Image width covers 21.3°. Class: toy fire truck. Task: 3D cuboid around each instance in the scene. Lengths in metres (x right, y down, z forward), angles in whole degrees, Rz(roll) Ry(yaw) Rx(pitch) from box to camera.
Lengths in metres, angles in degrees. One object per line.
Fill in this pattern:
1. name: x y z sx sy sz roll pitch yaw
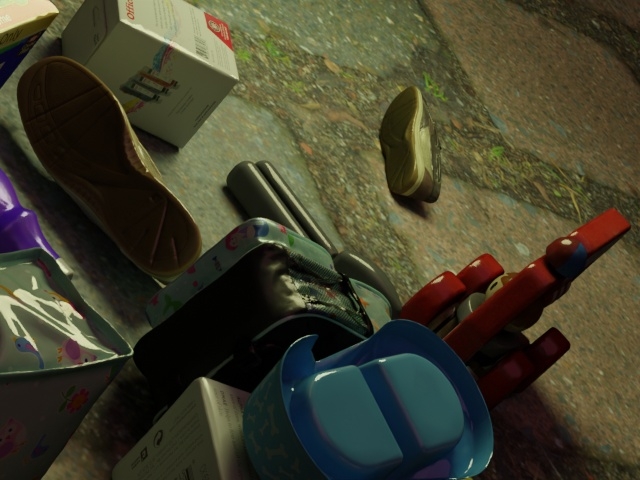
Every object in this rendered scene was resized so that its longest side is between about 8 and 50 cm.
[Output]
1. toy fire truck: 0.253 0.069 2.135 0.169 0.254 0.302 49 28 11

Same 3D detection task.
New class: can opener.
1. can opener: 0.000 0.000 2.072 0.283 0.095 0.076 53 28 19

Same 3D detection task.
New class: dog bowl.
1. dog bowl: 0.043 0.168 1.555 0.297 0.074 0.166 -7 65 -53

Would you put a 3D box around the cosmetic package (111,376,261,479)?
1. cosmetic package: -0.069 0.247 1.566 0.184 0.151 0.151 23 33 -35

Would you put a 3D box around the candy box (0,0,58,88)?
1. candy box: -0.402 -0.102 1.441 0.122 0.317 0.268 45 27 3

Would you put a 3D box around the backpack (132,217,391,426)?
1. backpack: -0.041 0.111 1.722 0.253 0.225 0.191 27 34 -41

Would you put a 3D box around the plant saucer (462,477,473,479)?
1. plant saucer: 0.067 0.277 1.712 0.188 0.045 0.188 7 29 5

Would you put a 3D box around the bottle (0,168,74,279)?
1. bottle: -0.361 -0.045 1.660 0.283 0.092 0.118 45 22 3

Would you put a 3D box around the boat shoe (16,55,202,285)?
1. boat shoe: -0.232 -0.071 1.878 0.302 0.109 0.098 51 -11 16

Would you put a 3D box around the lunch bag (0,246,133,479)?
1. lunch bag: -0.315 0.133 1.325 0.160 0.223 0.262 47 29 20

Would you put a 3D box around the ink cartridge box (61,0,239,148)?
1. ink cartridge box: -0.211 -0.224 2.077 0.176 0.127 0.128 27 32 -29

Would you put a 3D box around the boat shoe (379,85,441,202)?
1. boat shoe: 0.138 -0.134 2.475 0.073 0.080 0.223 35 33 -26
